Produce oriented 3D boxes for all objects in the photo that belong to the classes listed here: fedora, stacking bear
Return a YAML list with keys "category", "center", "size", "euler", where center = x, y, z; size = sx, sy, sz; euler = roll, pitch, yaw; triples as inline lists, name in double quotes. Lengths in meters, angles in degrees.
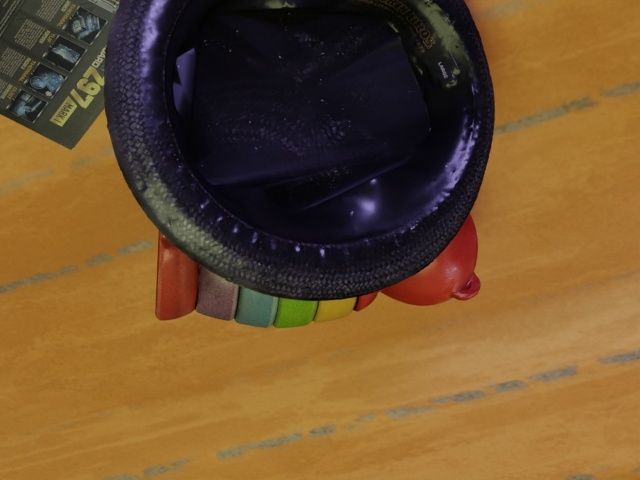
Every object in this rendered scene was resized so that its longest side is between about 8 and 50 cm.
- category: "fedora"
  center: [-0.031, -0.102, 1.071]
  size: [0.334, 0.334, 0.152]
  euler: [31, 162, -25]
- category: "stacking bear"
  center: [0.000, 0.000, 1.230]
  size: [0.289, 0.175, 0.164]
  euler: [2, 136, -7]

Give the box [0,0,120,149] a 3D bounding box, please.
- category: "box"
  center: [-0.224, -0.196, 1.106]
  size: [0.183, 0.059, 0.233]
  euler: [27, 133, -21]
